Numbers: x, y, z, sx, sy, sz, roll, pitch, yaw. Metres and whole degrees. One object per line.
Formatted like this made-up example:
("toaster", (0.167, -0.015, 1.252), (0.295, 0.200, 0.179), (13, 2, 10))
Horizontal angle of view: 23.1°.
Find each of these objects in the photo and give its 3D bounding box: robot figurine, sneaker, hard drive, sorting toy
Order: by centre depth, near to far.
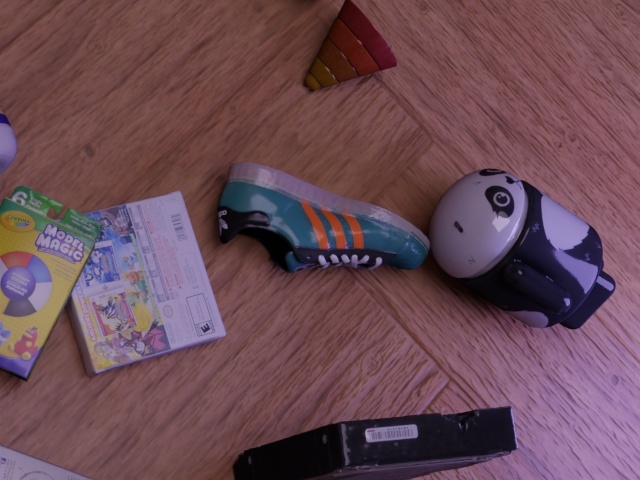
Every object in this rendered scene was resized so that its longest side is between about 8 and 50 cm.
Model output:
("hard drive", (0.059, 0.265, 1.943), (0.236, 0.339, 0.064), (-2, 78, -26))
("sneaker", (0.000, 0.000, 2.131), (0.302, 0.108, 0.121), (19, 72, -13))
("robot figurine", (0.283, 0.013, 2.199), (0.278, 0.209, 0.174), (31, 73, -24))
("sorting toy", (-0.050, -0.353, 2.225), (0.126, 0.127, 0.365), (-40, 91, 1))

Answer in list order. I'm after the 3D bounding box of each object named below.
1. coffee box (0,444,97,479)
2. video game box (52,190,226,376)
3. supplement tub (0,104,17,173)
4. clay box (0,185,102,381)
("coffee box", (-0.397, 0.296, 1.836), (0.246, 0.141, 0.098), (23, 66, -17))
("video game box", (-0.241, 0.055, 2.031), (0.187, 0.048, 0.205), (-14, 81, -28))
("supplement tub", (-0.530, -0.200, 1.862), (0.241, 0.241, 0.331), (-25, 87, -28))
("clay box", (-0.370, 0.047, 1.939), (0.127, 0.053, 0.222), (25, 77, -4))
